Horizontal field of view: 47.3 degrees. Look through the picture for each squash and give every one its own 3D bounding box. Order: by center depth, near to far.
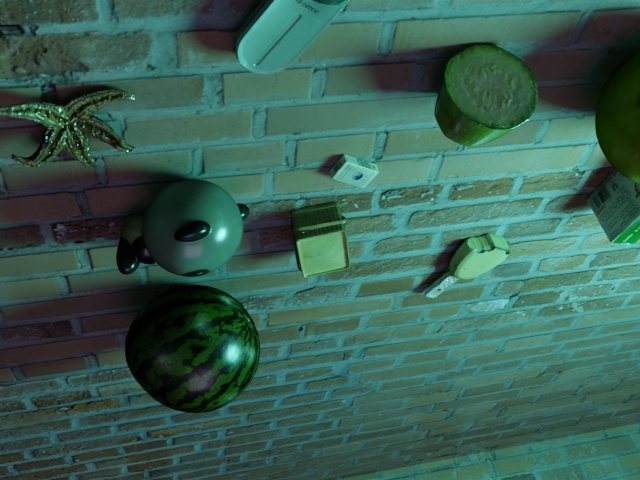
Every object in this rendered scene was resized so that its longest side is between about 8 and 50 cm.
[{"bbox_3d":[0.277,-0.240,1.272,0.170,0.170,0.123,-3,155,-18],"label":"squash"}]

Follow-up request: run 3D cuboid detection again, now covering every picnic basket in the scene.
[{"bbox_3d":[0.000,0.000,1.563,0.115,0.079,0.164,-11,145,-4],"label":"picnic basket"}]

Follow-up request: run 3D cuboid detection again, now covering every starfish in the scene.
[{"bbox_3d":[-0.406,-0.187,1.173,0.213,0.057,0.238,-40,143,20],"label":"starfish"}]

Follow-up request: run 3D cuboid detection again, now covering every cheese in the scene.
[{"bbox_3d":[0.351,0.072,1.821,0.127,0.050,0.255,14,136,-36],"label":"cheese"}]

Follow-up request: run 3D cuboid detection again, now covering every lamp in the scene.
[{"bbox_3d":[-0.261,-0.015,1.363,0.244,0.197,0.198,-17,149,32],"label":"lamp"}]

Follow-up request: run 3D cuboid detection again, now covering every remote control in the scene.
[{"bbox_3d":[-0.035,-0.346,1.090,0.104,0.052,0.247,19,132,-41],"label":"remote control"}]

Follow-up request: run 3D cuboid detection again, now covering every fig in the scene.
[{"bbox_3d":[0.659,-0.226,1.364,0.258,0.258,0.326,-40,157,31],"label":"fig"}]

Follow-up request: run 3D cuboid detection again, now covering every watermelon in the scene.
[{"bbox_3d":[-0.276,0.237,1.618,0.285,0.285,0.285,-10,145,-7],"label":"watermelon"}]

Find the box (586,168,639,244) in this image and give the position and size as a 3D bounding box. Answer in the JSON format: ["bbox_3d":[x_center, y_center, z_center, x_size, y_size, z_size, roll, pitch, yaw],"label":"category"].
[{"bbox_3d":[0.709,-0.101,1.643,0.081,0.135,0.199,0,143,-22],"label":"box"}]

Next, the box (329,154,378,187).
[{"bbox_3d":[0.067,-0.136,1.447,0.083,0.024,0.054,14,134,-34],"label":"box"}]
